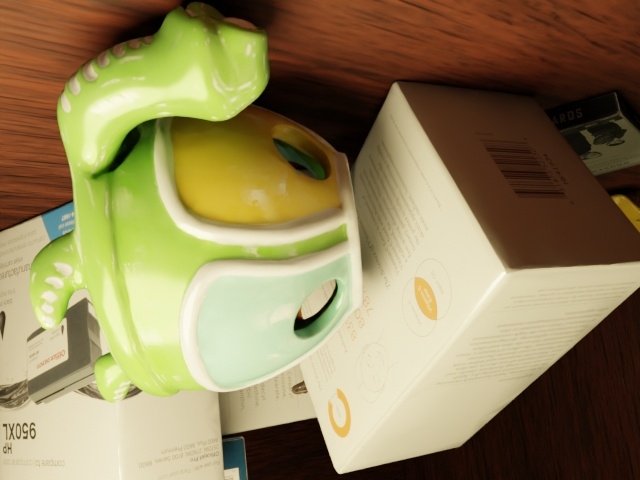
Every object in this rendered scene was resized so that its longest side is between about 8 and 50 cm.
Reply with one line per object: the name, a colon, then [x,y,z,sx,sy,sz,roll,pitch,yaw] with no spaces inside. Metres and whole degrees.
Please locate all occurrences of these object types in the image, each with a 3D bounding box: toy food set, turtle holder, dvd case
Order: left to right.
turtle holder: [-0.086,-0.026,0.520,0.227,0.320,0.243,-6,-159,1]
dvd case: [0.293,-0.107,0.753,0.179,0.030,0.238,-14,167,36]
toy food set: [0.495,-0.044,1.136,0.128,0.071,0.218,24,156,-19]

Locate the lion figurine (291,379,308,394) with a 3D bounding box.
lion figurine: [0.120,0.086,0.996,0.392,0.142,0.240,-29,-157,13]

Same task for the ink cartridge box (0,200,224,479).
ink cartridge box: [-0.292,0.161,0.842,0.285,0.395,0.166,-14,167,36]

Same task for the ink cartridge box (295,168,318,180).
ink cartridge box: [0.000,0.000,0.897,0.211,0.122,0.289,-1,168,-28]

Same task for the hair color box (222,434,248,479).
hair color box: [-0.218,0.412,1.051,0.105,0.174,0.347,-1,168,-24]

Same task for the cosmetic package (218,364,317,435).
cosmetic package: [-0.140,0.167,1.152,0.393,0.327,0.329,0,168,-33]

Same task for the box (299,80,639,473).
box: [0.111,0.051,0.629,0.168,0.215,0.345,-1,141,-26]
